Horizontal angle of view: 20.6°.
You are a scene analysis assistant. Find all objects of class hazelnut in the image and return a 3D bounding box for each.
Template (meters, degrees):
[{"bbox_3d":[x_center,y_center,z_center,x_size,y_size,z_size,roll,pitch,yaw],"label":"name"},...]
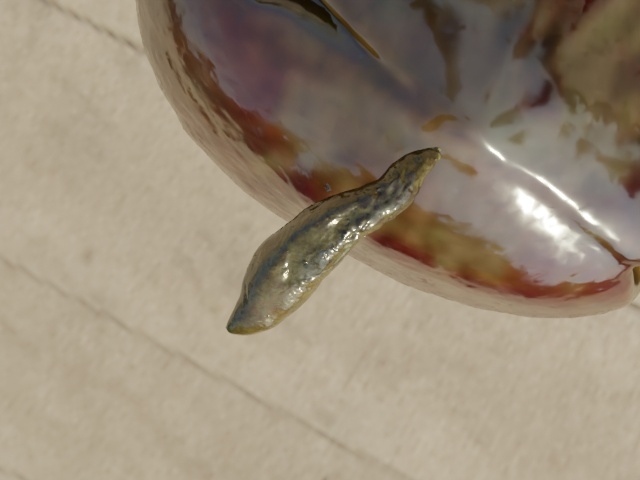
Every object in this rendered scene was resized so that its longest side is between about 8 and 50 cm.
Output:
[{"bbox_3d":[0.103,-0.155,1.134,0.429,0.402,0.402,40,138,-6],"label":"hazelnut"}]

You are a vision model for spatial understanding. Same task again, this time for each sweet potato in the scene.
[{"bbox_3d":[-0.001,0.001,0.894,0.153,0.041,0.038,-41,90,25],"label":"sweet potato"}]
